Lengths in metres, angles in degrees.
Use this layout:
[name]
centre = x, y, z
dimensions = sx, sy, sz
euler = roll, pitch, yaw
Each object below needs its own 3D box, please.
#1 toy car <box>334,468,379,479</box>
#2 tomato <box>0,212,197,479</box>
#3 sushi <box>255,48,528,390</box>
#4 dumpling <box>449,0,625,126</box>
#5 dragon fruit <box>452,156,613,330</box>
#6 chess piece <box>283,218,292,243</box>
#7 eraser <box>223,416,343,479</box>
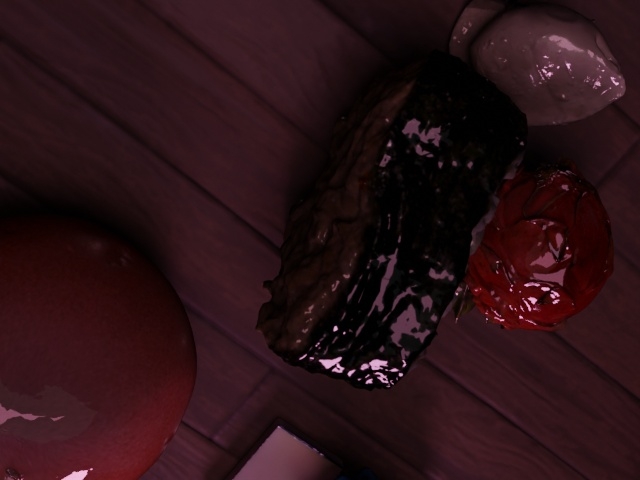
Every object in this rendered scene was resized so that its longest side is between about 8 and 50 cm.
[toy car]
centre = 0.043, 0.331, 1.476
dimensions = 0.097, 0.100, 0.191
euler = -43, 143, 10
[tomato]
centre = -0.295, 0.150, 1.281
dimensions = 0.341, 0.273, 0.341
euler = -2, 111, -5
[sushi]
centre = 0.071, -0.022, 1.265
dimensions = 0.171, 0.211, 0.350
euler = 27, 91, -10
[dumpling]
centre = 0.225, -0.186, 1.307
dimensions = 0.176, 0.092, 0.150
euler = 17, 131, -7
[dragon fruit]
centre = 0.232, 0.012, 1.344
dimensions = 0.172, 0.172, 0.209
euler = 31, 119, -16
[chess piece]
centre = 0.000, 0.000, 1.383
dimensions = 0.083, 0.038, 0.084
euler = -1, 110, -4
[eraser]
centre = -0.057, 0.299, 1.499
dimensions = 0.104, 0.023, 0.150
euler = 36, 103, -17
